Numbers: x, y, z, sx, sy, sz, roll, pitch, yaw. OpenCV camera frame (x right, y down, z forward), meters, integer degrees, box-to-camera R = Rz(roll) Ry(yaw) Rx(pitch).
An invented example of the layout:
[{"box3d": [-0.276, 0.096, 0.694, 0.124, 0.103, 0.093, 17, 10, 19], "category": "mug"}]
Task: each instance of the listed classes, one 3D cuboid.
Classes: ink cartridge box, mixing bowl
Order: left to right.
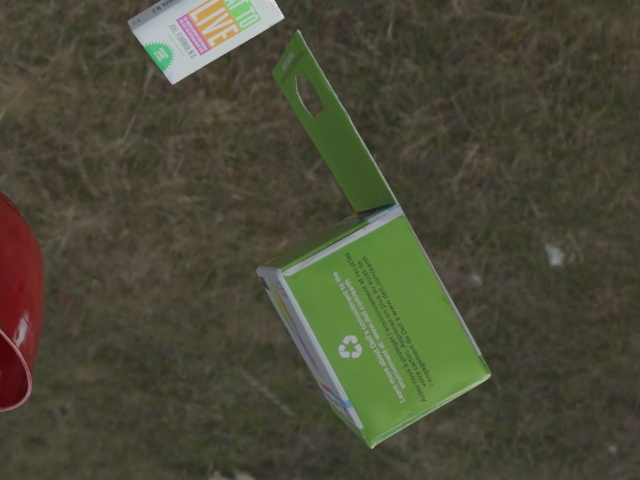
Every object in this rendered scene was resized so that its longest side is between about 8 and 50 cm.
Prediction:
[{"box3d": [-0.240, 0.017, 0.757, 0.181, 0.098, 0.181, 15, 145, 11], "category": "mixing bowl"}, {"box3d": [0.000, 0.000, 0.871, 0.255, 0.097, 0.189, 60, 174, -3], "category": "ink cartridge box"}]

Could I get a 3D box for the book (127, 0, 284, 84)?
[{"box3d": [-0.122, -0.239, 1.320, 0.144, 0.035, 0.096, -31, 146, 3], "category": "book"}]
